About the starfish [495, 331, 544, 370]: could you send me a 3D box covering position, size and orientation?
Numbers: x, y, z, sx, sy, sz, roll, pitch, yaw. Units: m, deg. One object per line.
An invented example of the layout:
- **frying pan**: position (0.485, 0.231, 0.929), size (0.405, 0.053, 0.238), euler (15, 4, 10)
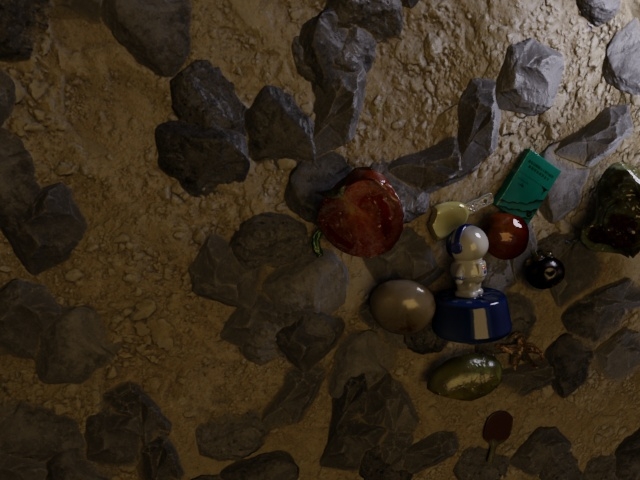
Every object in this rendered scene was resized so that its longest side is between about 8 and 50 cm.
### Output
- **starfish**: position (0.779, 0.436, 2.009), size (0.209, 0.053, 0.150), euler (14, 89, -12)

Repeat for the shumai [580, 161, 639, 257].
- **shumai**: position (1.071, -0.096, 1.862), size (0.288, 0.292, 0.330), euler (-34, 107, 36)

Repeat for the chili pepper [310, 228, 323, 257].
- **chili pepper**: position (-0.008, -0.003, 1.708), size (0.055, 0.035, 0.118), euler (10, 93, -28)

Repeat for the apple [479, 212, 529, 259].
- **apple**: position (0.642, -0.013, 1.793), size (0.158, 0.147, 0.156), euler (5, 137, -22)

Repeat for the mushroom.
- **mushroom**: position (0.285, 0.222, 1.771), size (0.226, 0.178, 0.226), euler (8, 126, 11)

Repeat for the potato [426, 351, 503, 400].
- **potato**: position (0.541, 0.516, 1.922), size (0.298, 0.141, 0.176), euler (-10, 94, -3)

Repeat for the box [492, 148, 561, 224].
- **box**: position (0.732, -0.189, 1.820), size (0.161, 0.042, 0.226), euler (27, 97, -17)

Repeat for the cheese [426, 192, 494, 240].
- **cheese**: position (0.490, -0.100, 1.786), size (0.255, 0.050, 0.127), euler (-27, 109, -5)

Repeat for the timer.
- **timer**: position (0.510, 0.133, 1.757), size (0.270, 0.270, 0.384), euler (-7, 100, -11)

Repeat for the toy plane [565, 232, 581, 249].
- **toy plane**: position (0.969, 0.002, 1.937), size (0.084, 0.024, 0.078), euler (-8, 125, -11)

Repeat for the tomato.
- **tomato**: position (0.144, -0.106, 1.644), size (0.309, 0.170, 0.309), euler (8, 133, 9)

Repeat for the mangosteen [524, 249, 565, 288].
- **mangosteen**: position (0.821, 0.103, 1.888), size (0.137, 0.137, 0.151), euler (-19, 74, -7)

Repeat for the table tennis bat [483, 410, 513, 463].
- **table tennis bat**: position (0.723, 0.808, 2.103), size (0.131, 0.022, 0.234), euler (6, 102, -15)
